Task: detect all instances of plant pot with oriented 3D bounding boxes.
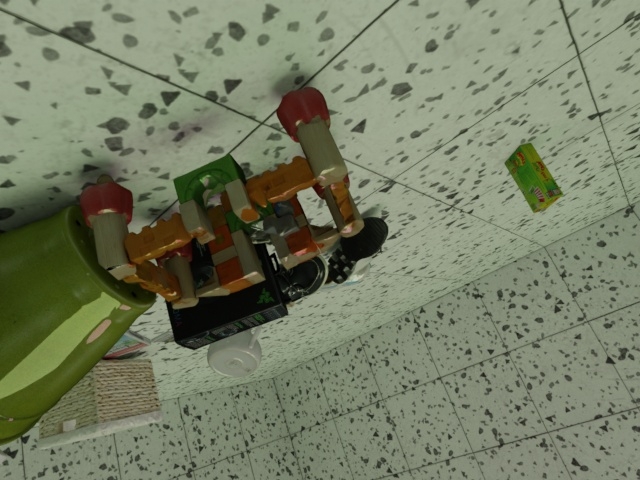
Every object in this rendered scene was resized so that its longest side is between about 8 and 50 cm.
[{"bbox_3d":[-0.524,0.121,0.843,0.353,0.366,0.366,-35,158,1],"label":"plant pot"}]

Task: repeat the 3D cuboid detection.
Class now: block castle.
[{"bbox_3d":[-0.160,-0.071,0.843,0.454,0.212,0.303,-24,155,4],"label":"block castle"}]

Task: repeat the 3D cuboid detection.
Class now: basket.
[{"bbox_3d":[-0.864,0.633,1.774,0.329,0.266,0.331,-21,159,19],"label":"basket"}]

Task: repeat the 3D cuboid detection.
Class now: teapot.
[{"bbox_3d":[-0.375,0.471,2.000,0.256,0.187,0.252,-3,130,0],"label":"teapot"}]

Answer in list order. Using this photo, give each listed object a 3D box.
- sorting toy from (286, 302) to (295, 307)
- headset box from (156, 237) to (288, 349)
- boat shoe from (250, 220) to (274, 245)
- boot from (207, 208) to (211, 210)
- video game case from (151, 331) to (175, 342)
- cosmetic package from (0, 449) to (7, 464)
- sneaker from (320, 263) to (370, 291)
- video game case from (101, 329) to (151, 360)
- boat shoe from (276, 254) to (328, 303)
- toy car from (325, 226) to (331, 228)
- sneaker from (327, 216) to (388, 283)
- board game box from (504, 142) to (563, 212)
[{"bbox_3d":[-0.127,0.240,1.851,0.075,0.044,0.083,-38,153,22],"label":"sorting toy"},{"bbox_3d":[-0.237,0.108,1.138,0.283,0.246,0.131,-19,159,-3],"label":"headset box"},{"bbox_3d":[-0.121,-0.026,1.103,0.219,0.078,0.070,-2,114,-61],"label":"boat shoe"},{"bbox_3d":[-0.277,-0.030,1.055,0.121,0.045,0.099,-20,162,-3],"label":"boot"},{"bbox_3d":[-0.606,0.391,1.812,0.087,0.011,0.122,-27,158,15],"label":"video game case"},{"bbox_3d":[-0.999,0.444,1.081,0.097,0.285,0.377,-55,145,-26],"label":"cosmetic package"},{"bbox_3d":[0.084,0.130,1.711,0.229,0.087,0.092,-25,156,6],"label":"sneaker"},{"bbox_3d":[-0.763,0.378,1.622,0.204,0.025,0.285,-18,158,-6],"label":"video game case"},{"bbox_3d":[-0.106,0.148,1.527,0.113,0.127,0.340,-17,171,-42],"label":"boat shoe"},{"bbox_3d":[0.000,0.000,1.365,0.041,0.060,0.122,37,119,-28],"label":"toy car"},{"bbox_3d":[0.140,0.012,1.468,0.146,0.122,0.330,-28,166,-37],"label":"sneaker"},{"bbox_3d":[0.618,-0.181,1.309,0.043,0.181,0.092,-15,158,-15],"label":"board game box"}]
